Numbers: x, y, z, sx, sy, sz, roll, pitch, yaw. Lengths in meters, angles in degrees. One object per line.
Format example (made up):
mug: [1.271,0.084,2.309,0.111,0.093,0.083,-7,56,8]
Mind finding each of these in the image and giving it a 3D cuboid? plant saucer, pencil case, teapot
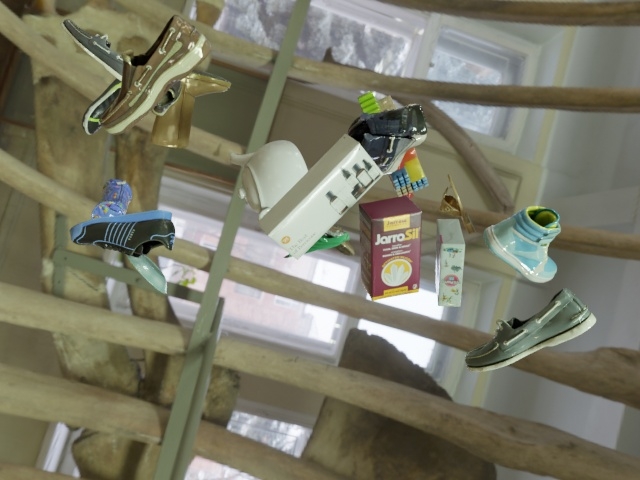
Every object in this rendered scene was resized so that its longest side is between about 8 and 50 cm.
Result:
plant saucer: [-0.585,0.100,1.662,0.037,0.195,0.195,-43,-176,-8]
pencil case: [-0.831,-0.151,1.945,0.133,0.119,0.306,-56,-154,15]
teapot: [-0.144,-0.155,1.392,0.256,0.187,0.252,-165,-122,-70]

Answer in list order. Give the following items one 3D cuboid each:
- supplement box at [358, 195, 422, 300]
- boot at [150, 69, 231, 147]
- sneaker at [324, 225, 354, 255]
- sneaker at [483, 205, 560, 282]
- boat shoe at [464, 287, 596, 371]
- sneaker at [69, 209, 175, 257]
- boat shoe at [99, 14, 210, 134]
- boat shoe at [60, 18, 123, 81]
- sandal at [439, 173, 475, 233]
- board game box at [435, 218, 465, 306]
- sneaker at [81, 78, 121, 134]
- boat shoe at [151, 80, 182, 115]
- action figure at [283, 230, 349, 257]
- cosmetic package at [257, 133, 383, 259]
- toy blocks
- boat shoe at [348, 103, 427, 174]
supplement box: [0.138,0.016,0.967,0.080,0.104,0.188,-116,-161,-59]
boot: [-0.455,-0.456,1.693,0.089,0.236,0.269,54,-48,53]
sneaker: [0.070,-0.015,1.779,0.066,0.188,0.071,-3,-125,48]
sneaker: [0.692,0.011,1.515,0.208,0.319,0.127,-42,-146,37]
boat shoe: [0.465,0.212,1.135,0.319,0.099,0.116,-36,174,35]
sneaker: [-0.437,-0.004,1.067,0.081,0.233,0.090,68,13,-77]
boat shoe: [-0.325,-0.307,0.885,0.257,0.095,0.095,-40,-140,9]
boat shoe: [-0.538,-0.477,1.200,0.065,0.206,0.075,-46,-162,8]
sandal: [0.437,-0.105,1.611,0.079,0.240,0.088,-23,-149,20]
board game box: [0.538,0.092,2.032,0.224,0.098,0.303,-72,159,-60]
sneaker: [-0.672,-0.424,1.569,0.234,0.097,0.084,-49,-177,3]
boat shoe: [-0.457,-0.440,1.464,0.049,0.056,0.152,-22,-138,51]
action figure: [0.000,0.000,1.583,0.137,0.232,0.063,-41,-117,51]
cosmetic package: [0.001,-0.080,0.927,0.239,0.099,0.060,-45,-141,3]
toy blocks: [0.249,-0.262,1.544,0.381,0.191,0.260,53,17,-57]
boat shoe: [0.133,-0.248,1.231,0.340,0.158,0.127,132,-51,-75]
